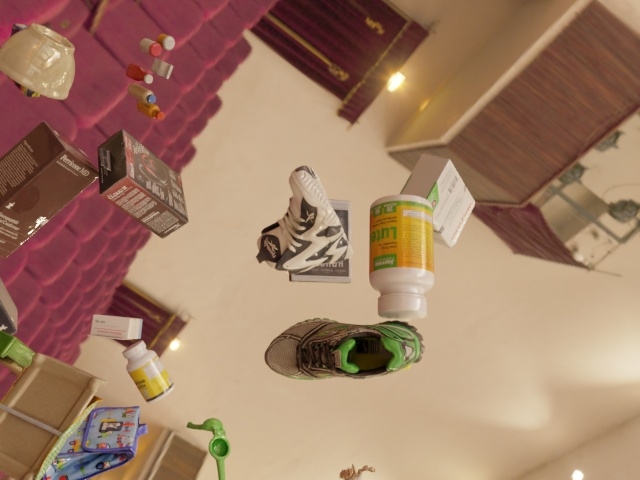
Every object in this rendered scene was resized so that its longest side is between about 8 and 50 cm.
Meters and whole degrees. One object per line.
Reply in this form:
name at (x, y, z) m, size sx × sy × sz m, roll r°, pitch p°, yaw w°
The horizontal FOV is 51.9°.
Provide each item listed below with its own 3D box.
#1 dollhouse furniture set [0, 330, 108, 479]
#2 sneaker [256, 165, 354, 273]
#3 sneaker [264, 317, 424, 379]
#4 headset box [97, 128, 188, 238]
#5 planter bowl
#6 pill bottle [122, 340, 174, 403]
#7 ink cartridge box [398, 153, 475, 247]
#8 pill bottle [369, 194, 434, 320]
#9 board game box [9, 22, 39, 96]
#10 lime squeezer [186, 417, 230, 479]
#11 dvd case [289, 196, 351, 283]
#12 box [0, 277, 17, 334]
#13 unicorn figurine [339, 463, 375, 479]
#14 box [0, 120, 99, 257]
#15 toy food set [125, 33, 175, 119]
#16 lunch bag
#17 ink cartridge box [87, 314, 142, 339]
dollhouse furniture set at (-0.512, 0.302, 1.151) m, size 0.197 × 0.302 × 0.151 m, roll -60°, pitch 153°, yaw -28°
sneaker at (-0.045, -0.015, 1.062) m, size 0.153 × 0.094 × 0.235 m, roll -26°, pitch 153°, yaw 2°
sneaker at (0.032, 0.225, 1.370) m, size 0.344 × 0.134 × 0.146 m, roll -11°, pitch 174°, yaw 23°
headset box at (-0.537, -0.173, 1.954) m, size 0.110 × 0.293 × 0.218 m, roll -32°, pitch -131°, yaw 14°
planter bowl at (-0.596, -0.394, 1.411) m, size 0.109 × 0.162 × 0.162 m, roll -54°, pitch -170°, yaw 14°
pill bottle at (-0.550, 0.414, 2.086) m, size 0.103 × 0.184 × 0.103 m, roll -28°, pitch -172°, yaw 4°
ink cartridge box at (0.415, -0.136, 2.342) m, size 0.122 × 0.289 × 0.211 m, roll 19°, pitch -108°, yaw 40°
pill bottle at (0.171, 0.039, 1.393) m, size 0.136 × 0.136 × 0.245 m, roll 144°, pitch -48°, yaw -60°
board game box at (-0.891, -0.545, 1.994) m, size 0.048 × 0.141 × 0.170 m, roll -20°, pitch 146°, yaw -52°
lime squeezer at (-0.266, 0.501, 1.592) m, size 0.110 × 0.059 × 0.310 m, roll -52°, pitch -145°, yaw 4°
dvd case at (0.000, 0.000, 1.852) m, size 0.029 × 0.179 × 0.238 m, roll 147°, pitch -56°, yaw -70°
box at (-0.870, 0.096, 1.394) m, size 0.313 × 0.343 × 0.179 m, roll -24°, pitch -160°, yaw -17°
unicorn figurine at (0.100, 0.534, 1.378) m, size 0.111 × 0.162 × 0.060 m, roll -39°, pitch 174°, yaw 38°
box at (-0.843, -0.138, 1.873) m, size 0.381 × 0.143 × 0.191 m, roll -44°, pitch 159°, yaw -2°
toy food set at (-0.461, -0.460, 1.834) m, size 0.104 × 0.111 × 0.232 m, roll 31°, pitch -79°, yaw 36°
lunch bag at (-0.650, 0.588, 1.914) m, size 0.293 × 0.138 × 0.221 m, roll -11°, pitch -162°, yaw -8°
ink cartridge box at (-0.571, 0.242, 1.836) m, size 0.180 × 0.104 × 0.060 m, roll 105°, pitch -9°, yaw -82°
